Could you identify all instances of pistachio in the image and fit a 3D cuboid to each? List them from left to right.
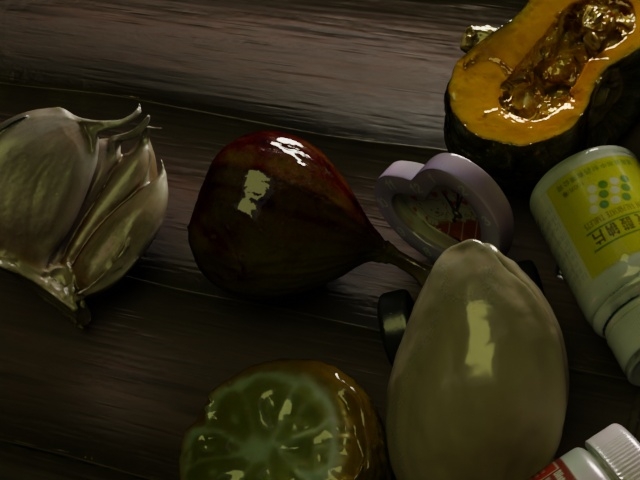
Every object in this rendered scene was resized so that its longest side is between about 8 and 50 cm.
[{"bbox_3d":[0.170,0.161,1.823,0.226,0.208,0.332,19,110,44],"label":"pistachio"}]

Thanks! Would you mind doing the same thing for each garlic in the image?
[{"bbox_3d":[-0.327,-0.048,2.123,0.237,0.210,0.292,13,79,30],"label":"garlic"}]

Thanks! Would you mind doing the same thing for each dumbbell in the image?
[{"bbox_3d":[0.170,0.090,1.946,0.191,0.100,0.100,-13,62,12],"label":"dumbbell"}]

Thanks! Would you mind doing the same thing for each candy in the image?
[{"bbox_3d":[-0.042,0.260,1.926,0.260,0.118,0.260,-8,60,15],"label":"candy"}]

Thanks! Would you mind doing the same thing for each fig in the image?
[{"bbox_3d":[0.000,0.000,2.028,0.321,0.217,0.217,24,72,-3],"label":"fig"}]

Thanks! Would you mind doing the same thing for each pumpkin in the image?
[{"bbox_3d":[0.272,-0.203,2.015,0.222,0.139,0.317,34,73,30],"label":"pumpkin"}]

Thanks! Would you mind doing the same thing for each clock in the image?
[{"bbox_3d":[0.165,-0.033,1.979,0.064,0.172,0.198,-47,20,-27],"label":"clock"}]

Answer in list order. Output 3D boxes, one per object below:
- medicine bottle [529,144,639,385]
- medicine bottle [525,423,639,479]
[{"bbox_3d":[0.351,0.029,1.892,0.143,0.143,0.258,-26,61,5],"label":"medicine bottle"},{"bbox_3d":[0.278,0.353,1.694,0.241,0.252,0.252,-35,59,0],"label":"medicine bottle"}]
